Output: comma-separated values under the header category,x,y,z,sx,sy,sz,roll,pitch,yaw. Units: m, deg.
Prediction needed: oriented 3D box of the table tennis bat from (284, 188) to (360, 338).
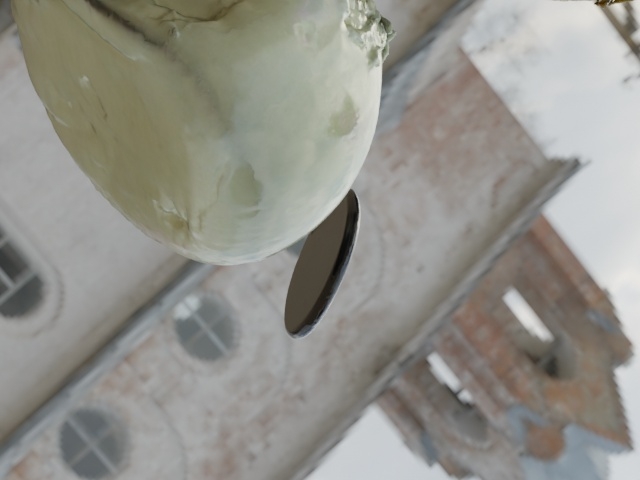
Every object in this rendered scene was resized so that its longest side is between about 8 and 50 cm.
category,x,y,z,sx,sy,sz,roll,pitch,yaw
table tennis bat,0.000,0.000,1.514,0.236,0.027,0.150,-90,-154,-58

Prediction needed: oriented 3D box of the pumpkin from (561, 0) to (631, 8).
category,x,y,z,sx,sy,sz,roll,pitch,yaw
pumpkin,0.343,-0.393,1.815,0.242,0.232,0.325,8,-178,-41

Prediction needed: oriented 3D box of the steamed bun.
category,x,y,z,sx,sy,sz,roll,pitch,yaw
steamed bun,-0.090,-0.153,1.287,0.233,0.334,0.312,-33,157,-23
